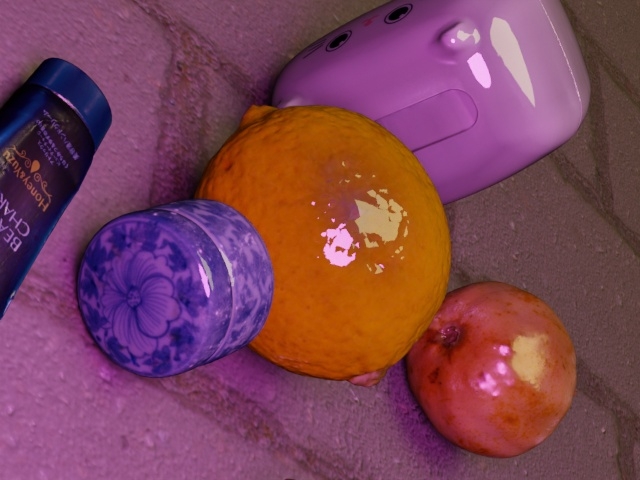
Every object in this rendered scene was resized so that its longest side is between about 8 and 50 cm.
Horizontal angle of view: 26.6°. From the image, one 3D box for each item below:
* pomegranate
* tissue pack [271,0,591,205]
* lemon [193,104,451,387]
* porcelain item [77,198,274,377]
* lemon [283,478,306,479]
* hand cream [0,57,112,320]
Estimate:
[{"bbox_3d":[0.197,0.150,1.583,0.207,0.207,0.207,35,45,-43],"label":"pomegranate"},{"bbox_3d":[0.114,-0.153,1.487,0.229,0.333,0.236,64,30,-9],"label":"tissue pack"},{"bbox_3d":[0.000,0.001,1.305,0.267,0.267,0.267,35,45,-43],"label":"lemon"},{"bbox_3d":[-0.127,0.040,1.177,0.114,0.147,0.147,-15,85,-59],"label":"porcelain item"},{"bbox_3d":[0.007,0.314,1.199,0.180,0.180,0.193,-68,152,-49],"label":"lemon"},{"bbox_3d":[-0.260,-0.040,1.123,0.120,0.061,0.270,55,41,-30],"label":"hand cream"}]
